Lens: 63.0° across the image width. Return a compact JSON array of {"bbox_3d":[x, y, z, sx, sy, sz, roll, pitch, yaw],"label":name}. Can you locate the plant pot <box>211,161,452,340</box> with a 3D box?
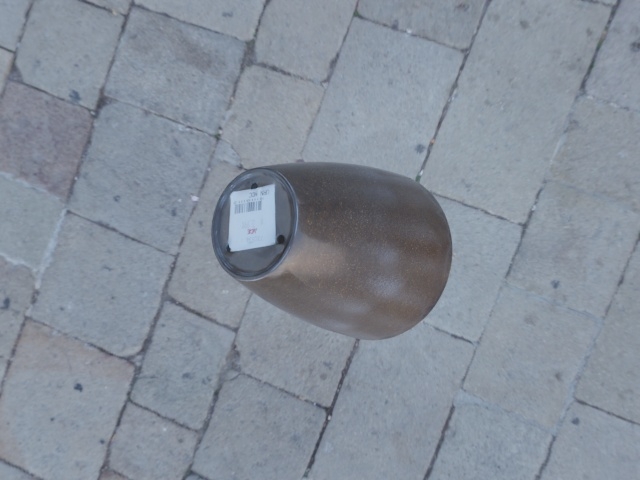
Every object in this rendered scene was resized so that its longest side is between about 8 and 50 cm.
[{"bbox_3d":[0.000,0.000,0.572,0.215,0.230,0.216,-7,77,34],"label":"plant pot"}]
